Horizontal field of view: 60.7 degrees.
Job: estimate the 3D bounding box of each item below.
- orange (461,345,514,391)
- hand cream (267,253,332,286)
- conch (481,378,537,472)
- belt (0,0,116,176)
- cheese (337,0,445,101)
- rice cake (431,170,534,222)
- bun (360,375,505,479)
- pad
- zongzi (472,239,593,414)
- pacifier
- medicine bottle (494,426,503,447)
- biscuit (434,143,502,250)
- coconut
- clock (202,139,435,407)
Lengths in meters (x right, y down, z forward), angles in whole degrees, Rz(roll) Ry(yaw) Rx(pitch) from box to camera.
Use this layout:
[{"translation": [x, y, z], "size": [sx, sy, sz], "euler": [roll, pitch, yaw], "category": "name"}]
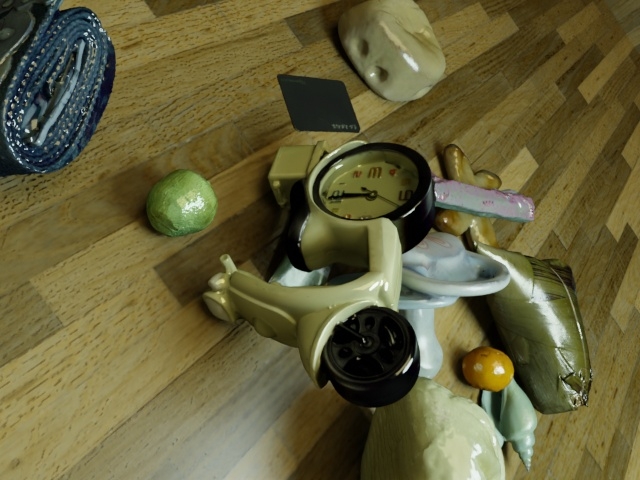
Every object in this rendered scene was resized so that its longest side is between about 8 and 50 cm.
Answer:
[{"translation": [0.280, 0.217, 0.916], "size": [0.083, 0.083, 0.070], "euler": [34, 68, -20], "category": "orange"}, {"translation": [0.000, 0.000, 0.828], "size": [0.086, 0.055, 0.235], "euler": [35, 60, -16], "category": "hand cream"}, {"translation": [0.320, 0.301, 0.931], "size": [0.065, 0.088, 0.180], "euler": [63, 15, -62], "category": "conch"}, {"translation": [-0.328, -0.166, 0.609], "size": [0.122, 0.128, 0.218], "euler": [58, 35, -55], "category": "belt"}, {"translation": [0.146, -0.390, 1.079], "size": [0.235, 0.117, 0.218], "euler": [26, 54, -30], "category": "cheese"}, {"translation": [0.306, -0.085, 1.039], "size": [0.290, 0.051, 0.081], "euler": [9, 66, -32], "category": "rice cake"}, {"translation": [0.142, 0.287, 0.681], "size": [0.145, 0.229, 0.229], "euler": [10, 61, -10], "category": "bun"}, {"translation": [0.001, -0.242, 0.972], "size": [0.157, 0.003, 0.112], "euler": [-8, 75, -40], "category": "pad"}, {"translation": [0.352, 0.154, 0.941], "size": [0.300, 0.145, 0.273], "euler": [19, 59, -44], "category": "zongzi"}, {"translation": [0.155, 0.105, 0.814], "size": [0.287, 0.238, 0.225], "euler": [-13, 107, -44], "category": "pacifier"}, {"translation": [0.252, 0.302, 0.879], "size": [0.083, 0.047, 0.047], "euler": [50, 48, -6], "category": "medicine bottle"}, {"translation": [0.298, -0.078, 1.093], "size": [0.164, 0.047, 0.208], "euler": [28, 56, -21], "category": "biscuit"}, {"translation": [-0.172, -0.048, 0.691], "size": [0.088, 0.088, 0.096], "euler": [51, 55, -7], "category": "coconut"}, {"translation": [0.008, 0.017, 0.701], "size": [0.120, 0.276, 0.379], "euler": [72, 28, -44], "category": "clock"}]
